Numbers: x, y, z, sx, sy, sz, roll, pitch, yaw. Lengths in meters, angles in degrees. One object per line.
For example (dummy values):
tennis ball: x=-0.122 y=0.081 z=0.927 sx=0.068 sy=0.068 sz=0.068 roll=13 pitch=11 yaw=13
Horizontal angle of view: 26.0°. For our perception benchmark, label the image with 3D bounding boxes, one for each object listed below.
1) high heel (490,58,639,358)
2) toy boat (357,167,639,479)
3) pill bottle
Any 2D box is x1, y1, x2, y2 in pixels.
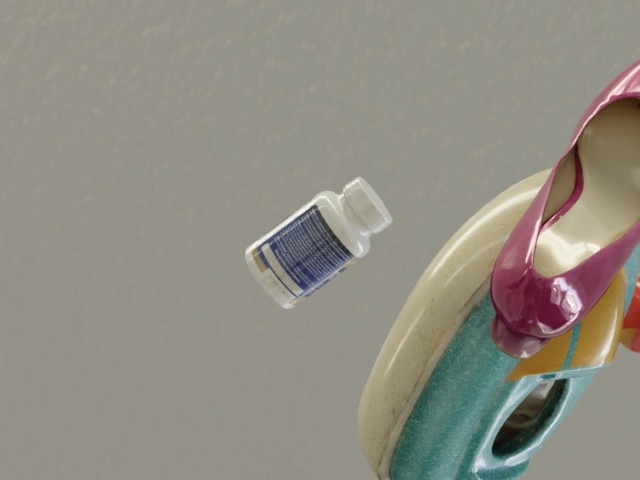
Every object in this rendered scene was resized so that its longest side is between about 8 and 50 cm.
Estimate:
high heel: x=0.175 y=-0.043 z=0.830 sx=0.082 sy=0.244 sz=0.117 roll=36 pitch=-19 yaw=12
toy boat: x=0.184 y=0.074 z=1.001 sx=0.148 sy=0.318 sz=0.268 roll=43 pitch=-60 yaw=32
pill bottle: x=0.000 y=0.000 z=1.191 sx=0.120 sy=0.067 sz=0.067 roll=-36 pitch=-65 yaw=12
